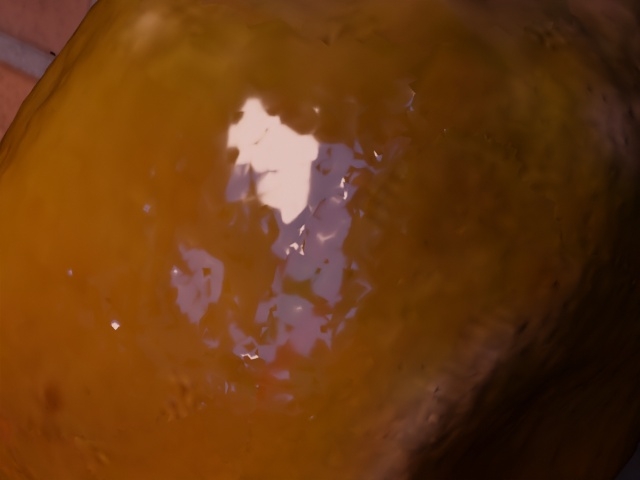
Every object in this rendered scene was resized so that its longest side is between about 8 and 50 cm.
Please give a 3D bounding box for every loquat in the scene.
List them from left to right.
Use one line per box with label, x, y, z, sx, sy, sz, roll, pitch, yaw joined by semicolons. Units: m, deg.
loquat;0.000;0.000;0.568;0.276;0.276;0.284;34;129;26
